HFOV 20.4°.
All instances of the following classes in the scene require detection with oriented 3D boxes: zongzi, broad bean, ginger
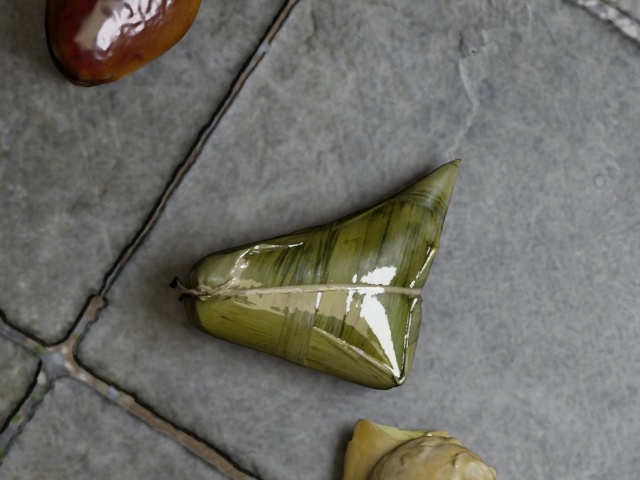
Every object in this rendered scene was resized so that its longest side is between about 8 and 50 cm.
[{"bbox_3d":[-0.003,-0.001,1.439,0.205,0.094,0.204,18,82,-5],"label":"zongzi"},{"bbox_3d":[-0.156,-0.201,1.437,0.165,0.084,0.114,-45,109,-12],"label":"broad bean"},{"bbox_3d":[0.084,0.250,1.432,0.115,0.123,0.193,5,93,-26],"label":"ginger"}]
